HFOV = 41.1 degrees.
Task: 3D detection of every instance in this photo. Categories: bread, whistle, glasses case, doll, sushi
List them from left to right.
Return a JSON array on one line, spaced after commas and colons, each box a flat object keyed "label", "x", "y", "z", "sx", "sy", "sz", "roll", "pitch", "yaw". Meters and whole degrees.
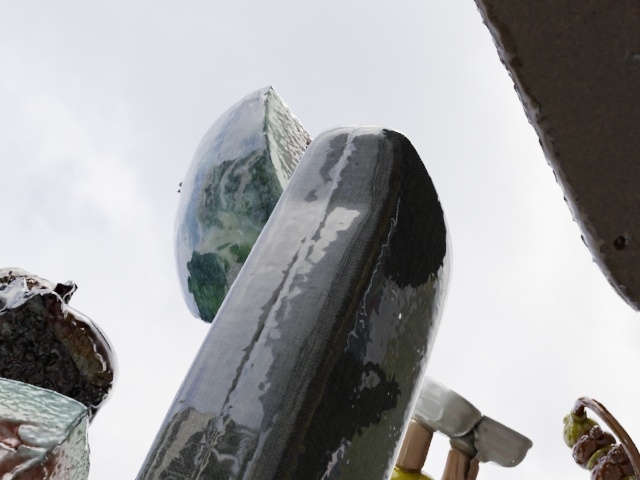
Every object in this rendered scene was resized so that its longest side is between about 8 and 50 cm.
[{"label": "sushi", "x": -0.366, "y": 0.145, "z": 1.045, "sx": 0.212, "sy": 0.215, "sz": 0.227, "roll": -38, "pitch": -75, "yaw": -16}, {"label": "glasses case", "x": -0.012, "y": 0.092, "z": 0.433, "sx": 0.323, "sy": 0.074, "sz": 0.131, "roll": -65, "pitch": -33, "yaw": -31}, {"label": "doll", "x": 0.124, "y": 0.392, "z": 1.176, "sx": 0.348, "sy": 0.161, "sz": 0.423, "roll": 8, "pitch": -86, "yaw": -18}, {"label": "bread", "x": 0.171, "y": -0.153, "z": 0.580, "sx": 0.417, "sy": 0.113, "sz": 0.165, "roll": 60, "pitch": -159, "yaw": -21}, {"label": "whistle", "x": 0.176, "y": 0.139, "z": 0.507, "sx": 0.046, "sy": 0.109, "sz": 0.057, "roll": -44, "pitch": -44, "yaw": 9}]

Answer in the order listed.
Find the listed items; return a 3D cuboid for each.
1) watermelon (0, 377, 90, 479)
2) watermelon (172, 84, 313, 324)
[{"label": "watermelon", "x": -0.279, "y": 0.236, "z": 0.562, "sx": 0.201, "sy": 0.212, "sz": 0.262, "roll": -71, "pitch": -12, "yaw": -74}, {"label": "watermelon", "x": -0.057, "y": -0.034, "z": 1.012, "sx": 0.213, "sy": 0.320, "sz": 0.290, "roll": 3, "pitch": -91, "yaw": -30}]
